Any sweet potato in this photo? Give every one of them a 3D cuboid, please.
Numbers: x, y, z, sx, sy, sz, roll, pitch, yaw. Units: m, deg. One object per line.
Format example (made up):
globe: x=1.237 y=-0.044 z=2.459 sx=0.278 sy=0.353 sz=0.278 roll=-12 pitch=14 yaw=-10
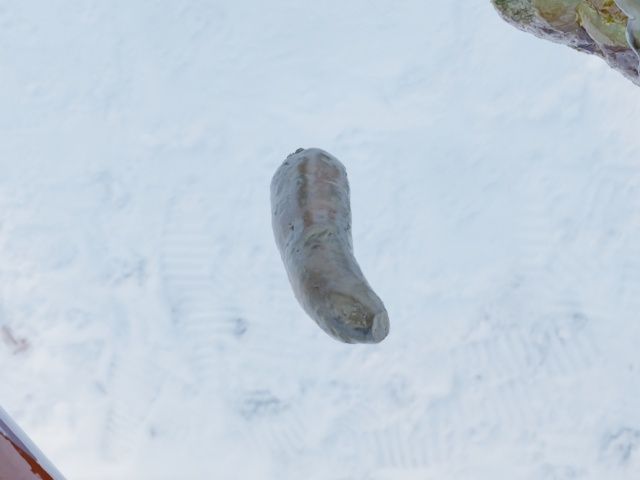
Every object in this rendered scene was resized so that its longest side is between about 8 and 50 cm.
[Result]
sweet potato: x=0.000 y=0.000 z=0.848 sx=0.075 sy=0.273 sz=0.075 roll=-3 pitch=119 yaw=-6

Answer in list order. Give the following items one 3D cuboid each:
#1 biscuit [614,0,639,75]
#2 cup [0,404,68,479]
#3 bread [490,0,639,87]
biscuit: x=0.199 y=-0.055 z=0.406 sx=0.044 sy=0.217 sz=0.325 roll=-38 pitch=120 yaw=-11
cup: x=-0.172 y=0.176 z=0.505 sx=0.203 sy=0.203 sz=0.288 roll=-31 pitch=98 yaw=28
bread: x=0.428 y=-0.323 z=1.620 sx=0.380 sy=0.185 sz=0.109 roll=29 pitch=99 yaw=18
